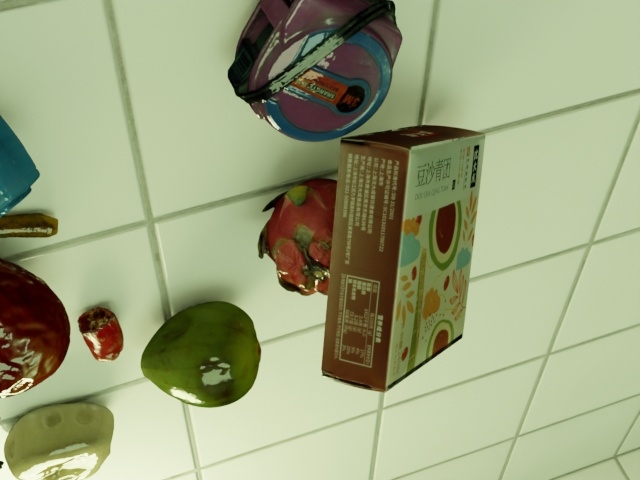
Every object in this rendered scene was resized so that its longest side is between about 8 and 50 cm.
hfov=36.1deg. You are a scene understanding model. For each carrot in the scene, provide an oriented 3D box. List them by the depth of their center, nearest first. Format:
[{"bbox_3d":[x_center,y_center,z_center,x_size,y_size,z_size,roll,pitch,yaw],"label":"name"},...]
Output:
[{"bbox_3d":[-0.502,-0.021,1.551,0.170,0.042,0.042,-3,140,-24],"label":"carrot"}]

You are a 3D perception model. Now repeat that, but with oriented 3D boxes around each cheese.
[{"bbox_3d":[-0.537,0.431,2.052,0.235,0.117,0.218,-21,147,1],"label":"cheese"}]

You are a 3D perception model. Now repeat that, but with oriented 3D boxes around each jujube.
[{"bbox_3d":[-0.548,0.126,1.574,0.223,0.223,0.318,-29,142,7],"label":"jujube"}]

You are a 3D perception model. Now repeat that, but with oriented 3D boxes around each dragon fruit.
[{"bbox_3d":[0.000,-0.002,1.718,0.224,0.224,0.227,-51,167,33],"label":"dragon fruit"}]

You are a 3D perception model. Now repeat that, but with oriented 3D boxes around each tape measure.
[{"bbox_3d":[-0.005,-0.273,1.438,0.231,0.149,0.245,15,122,-39],"label":"tape measure"}]

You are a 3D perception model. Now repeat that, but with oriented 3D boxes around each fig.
[{"bbox_3d":[-0.229,0.225,1.895,0.230,0.207,0.207,-9,142,-15],"label":"fig"}]

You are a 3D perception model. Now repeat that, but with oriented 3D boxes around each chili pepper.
[{"bbox_3d":[-0.410,0.178,1.841,0.070,0.073,0.123,16,144,16],"label":"chili pepper"}]

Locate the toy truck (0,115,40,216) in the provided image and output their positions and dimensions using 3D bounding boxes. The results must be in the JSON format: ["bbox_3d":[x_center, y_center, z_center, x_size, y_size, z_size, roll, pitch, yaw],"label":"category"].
[{"bbox_3d":[-0.578,-0.030,1.337,0.385,0.161,0.162,-33,104,13],"label":"toy truck"}]

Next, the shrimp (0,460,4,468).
[{"bbox_3d":[-0.681,0.415,1.981,0.195,0.035,0.148,-30,126,18],"label":"shrimp"}]

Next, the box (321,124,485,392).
[{"bbox_3d":[0.144,0.014,1.632,0.344,0.122,0.385,-19,117,-60],"label":"box"}]
